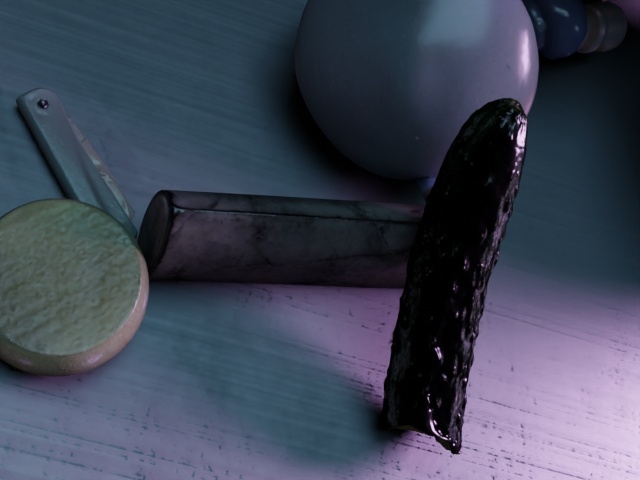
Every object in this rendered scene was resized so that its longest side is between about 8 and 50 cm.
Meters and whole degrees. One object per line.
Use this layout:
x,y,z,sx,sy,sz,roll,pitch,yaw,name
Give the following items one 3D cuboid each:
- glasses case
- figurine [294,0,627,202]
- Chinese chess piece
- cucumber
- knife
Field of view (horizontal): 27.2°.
0.000,0.000,1.134,0.299,0.114,0.060,2,65,-21,glasses case
0.149,-0.213,1.249,0.224,0.205,0.382,52,50,-1,figurine
-0.209,0.037,1.053,0.144,0.058,0.144,4,68,-10,Chinese chess piece
0.109,0.028,1.093,0.081,0.304,0.072,15,15,20,cucumber
-0.204,-0.061,1.129,0.044,0.023,0.162,-27,80,-23,knife
